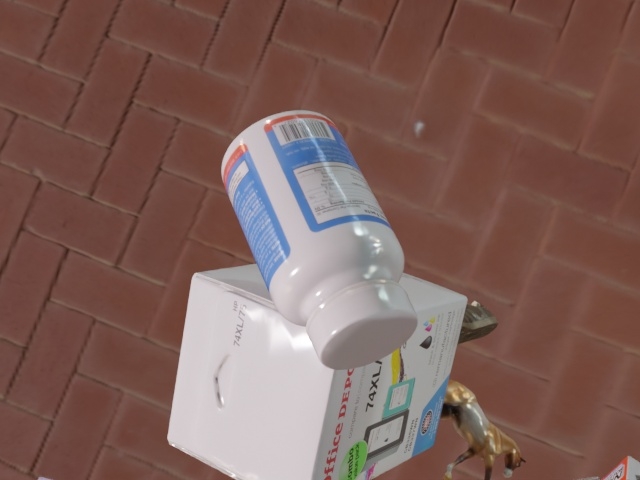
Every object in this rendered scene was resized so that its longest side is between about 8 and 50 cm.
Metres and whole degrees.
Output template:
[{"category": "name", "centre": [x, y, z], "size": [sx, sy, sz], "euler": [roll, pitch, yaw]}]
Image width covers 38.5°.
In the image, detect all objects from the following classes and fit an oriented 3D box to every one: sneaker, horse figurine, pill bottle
[{"category": "sneaker", "centre": [0.261, 0.157, 1.765], "size": [0.071, 0.188, 0.066], "euler": [55, 125, 30]}, {"category": "horse figurine", "centre": [0.237, 0.319, 1.568], "size": [0.263, 0.066, 0.174], "euler": [49, 47, 6]}, {"category": "pill bottle", "centre": [0.000, 0.000, 0.823], "size": [0.124, 0.124, 0.221], "euler": [-25, 58, 2]}]

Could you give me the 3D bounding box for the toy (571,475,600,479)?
[{"category": "toy", "centre": [0.393, 0.479, 1.538], "size": [0.056, 0.237, 0.137], "euler": [-2, 72, -27]}]

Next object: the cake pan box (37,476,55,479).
[{"category": "cake pan box", "centre": [-0.378, 0.460, 1.260], "size": [0.070, 0.267, 0.245], "euler": [40, 63, -29]}]

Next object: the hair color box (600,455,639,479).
[{"category": "hair color box", "centre": [0.288, 0.281, 0.804], "size": [0.093, 0.167, 0.053], "euler": [34, 126, 1]}]

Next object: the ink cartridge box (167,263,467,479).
[{"category": "ink cartridge box", "centre": [0.001, 0.141, 1.022], "size": [0.197, 0.270, 0.198], "euler": [19, 106, 32]}]
